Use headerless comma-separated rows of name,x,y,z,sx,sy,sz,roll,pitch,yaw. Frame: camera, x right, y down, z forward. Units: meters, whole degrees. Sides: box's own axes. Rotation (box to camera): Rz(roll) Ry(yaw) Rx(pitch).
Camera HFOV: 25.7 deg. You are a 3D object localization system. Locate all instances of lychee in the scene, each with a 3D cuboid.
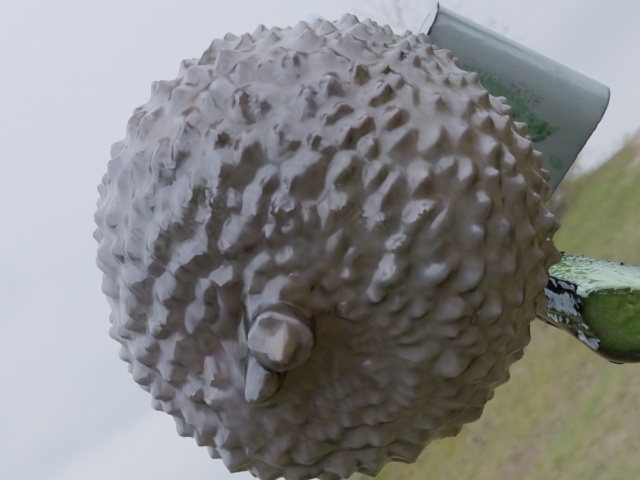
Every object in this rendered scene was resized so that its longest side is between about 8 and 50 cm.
lychee,0.000,0.000,1.141,0.380,0.380,0.432,-43,12,24

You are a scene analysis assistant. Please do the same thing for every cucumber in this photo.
cucumber,0.248,0.057,1.281,0.115,0.193,0.085,-10,-67,-33

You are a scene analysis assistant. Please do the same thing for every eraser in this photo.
eraser,0.196,-0.155,1.635,0.174,0.227,0.081,-60,9,32

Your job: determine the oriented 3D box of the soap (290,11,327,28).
soap,-0.053,-0.070,1.583,0.208,0.115,0.347,-40,27,42
